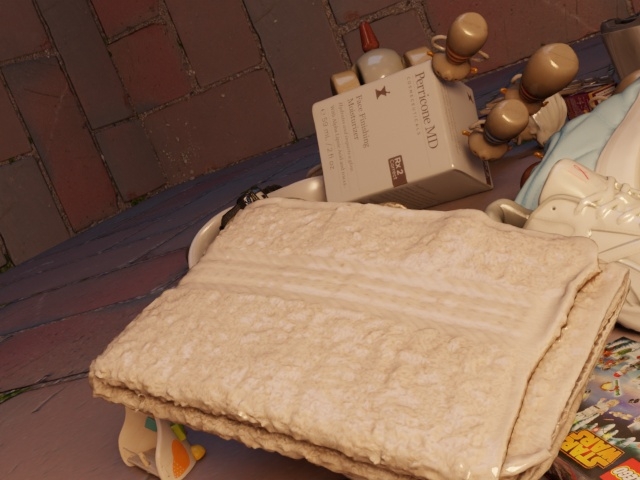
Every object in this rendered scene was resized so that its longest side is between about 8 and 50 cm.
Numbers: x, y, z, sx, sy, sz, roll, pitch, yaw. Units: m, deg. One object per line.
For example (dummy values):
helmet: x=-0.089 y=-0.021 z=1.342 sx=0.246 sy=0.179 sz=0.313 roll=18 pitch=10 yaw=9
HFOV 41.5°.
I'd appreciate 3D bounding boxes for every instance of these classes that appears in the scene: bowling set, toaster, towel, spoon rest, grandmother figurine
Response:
bowling set: x=0.244 y=-0.126 z=0.995 sx=0.286 sy=0.200 sz=0.154 roll=19 pitch=-13 yaw=-1
toaster: x=0.508 y=-0.272 z=1.211 sx=0.129 sy=0.147 sz=0.227 roll=-23 pitch=10 yaw=-6
towel: x=0.016 y=0.047 z=0.485 sx=0.282 sy=0.049 sz=0.187 roll=7 pitch=38 yaw=33
spoon rest: x=-0.069 y=-0.029 z=1.255 sx=0.276 sy=0.084 sz=0.137 roll=-23 pitch=-29 yaw=5
grandmother figurine: x=0.210 y=-0.147 z=1.295 sx=0.342 sy=0.104 sz=0.208 roll=-21 pitch=5 yaw=7

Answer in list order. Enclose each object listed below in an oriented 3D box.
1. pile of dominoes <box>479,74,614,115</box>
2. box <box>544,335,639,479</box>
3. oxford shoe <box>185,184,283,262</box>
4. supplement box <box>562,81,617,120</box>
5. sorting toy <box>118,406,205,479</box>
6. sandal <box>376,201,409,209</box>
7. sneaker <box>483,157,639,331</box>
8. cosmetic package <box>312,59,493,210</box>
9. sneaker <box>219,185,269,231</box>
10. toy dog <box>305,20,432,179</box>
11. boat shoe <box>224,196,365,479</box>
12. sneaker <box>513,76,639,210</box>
pile of dominoes: x=0.462 y=-0.281 z=1.707 sx=0.251 sy=0.040 sz=0.196 roll=0 pitch=22 yaw=42
box: x=0.154 y=0.092 z=0.422 sx=0.094 sy=0.027 sz=0.137 roll=-24 pitch=11 yaw=-10
oxford shoe: x=-0.138 y=-0.003 z=1.391 sx=0.227 sy=0.083 sz=0.096 roll=-33 pitch=-7 yaw=-41
supplement box: x=0.448 y=-0.228 z=1.392 sx=0.055 sy=0.043 sz=0.083 roll=-25 pitch=11 yaw=-16
sorting toy: x=-0.127 y=0.135 z=0.634 sx=0.044 sy=0.075 sz=0.083 roll=-28 pitch=13 yaw=-31
sandal: x=0.001 y=0.006 z=1.049 sx=0.240 sy=0.088 sz=0.079 roll=-13 pitch=-2 yaw=8
sneaker: x=0.197 y=-0.003 z=0.569 sx=0.232 sy=0.115 sz=0.090 roll=-11 pitch=16 yaw=44
cosmetic package: x=0.112 y=-0.127 z=1.140 sx=0.183 sy=0.151 sz=0.151 roll=-17 pitch=-15 yaw=28
sneaker: x=-0.047 y=-0.023 z=1.135 sx=0.216 sy=0.121 sz=0.079 roll=-16 pitch=13 yaw=26
toy dog: x=0.091 y=-0.224 z=1.367 sx=0.220 sy=0.161 sz=0.334 roll=-7 pitch=-23 yaw=-19
boat shoe: x=0.012 y=0.074 z=0.592 sx=0.113 sy=0.103 sz=0.302 roll=-18 pitch=30 yaw=-7
sneaker: x=0.272 y=-0.084 z=0.779 sx=0.150 sy=0.135 sz=0.366 roll=-8 pitch=16 yaw=39
